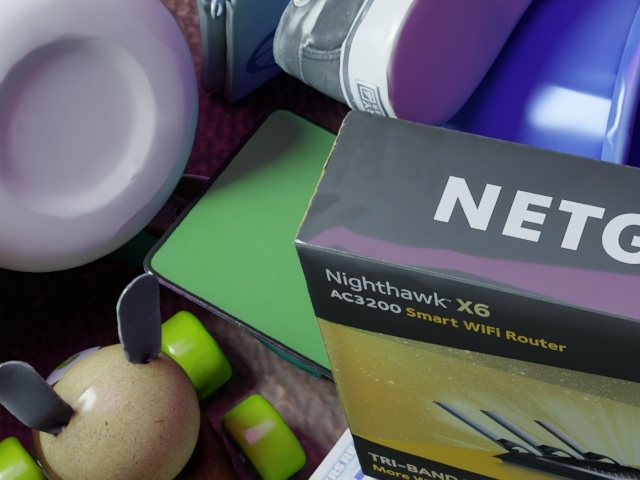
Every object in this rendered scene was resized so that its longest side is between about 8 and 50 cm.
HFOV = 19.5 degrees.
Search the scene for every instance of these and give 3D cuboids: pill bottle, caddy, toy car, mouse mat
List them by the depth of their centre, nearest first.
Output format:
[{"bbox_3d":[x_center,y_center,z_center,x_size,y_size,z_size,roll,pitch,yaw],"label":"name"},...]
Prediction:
[{"bbox_3d":[-0.116,0.091,1.018,0.155,0.188,0.149,-36,57,-12],"label":"toy car"},{"bbox_3d":[0.183,-0.094,1.045,0.179,0.241,0.341,11,60,27],"label":"caddy"},{"bbox_3d":[0.000,0.000,1.096,0.153,0.007,0.189,29,42,6],"label":"mouse mat"},{"bbox_3d":[-0.224,-0.106,1.143,0.181,0.181,0.323,-43,35,-16],"label":"pill bottle"}]

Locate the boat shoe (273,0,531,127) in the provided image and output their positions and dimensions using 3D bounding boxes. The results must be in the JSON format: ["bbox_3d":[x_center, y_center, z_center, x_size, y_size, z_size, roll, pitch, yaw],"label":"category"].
[{"bbox_3d":[0.086,-0.190,0.942,0.102,0.108,0.301,26,76,36],"label":"boat shoe"}]

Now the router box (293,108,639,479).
[{"bbox_3d":[0.158,0.066,0.886,0.309,0.243,0.081,13,60,18],"label":"router box"}]

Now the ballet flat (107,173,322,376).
[{"bbox_3d":[-0.060,0.003,1.138,0.221,0.077,0.079,27,63,31],"label":"ballet flat"}]

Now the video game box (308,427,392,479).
[{"bbox_3d":[0.073,0.176,1.006,0.187,0.048,0.205,29,67,25],"label":"video game box"}]

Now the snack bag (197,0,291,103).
[{"bbox_3d":[0.063,-0.221,1.109,0.323,0.342,0.037,-33,80,-10],"label":"snack bag"}]
